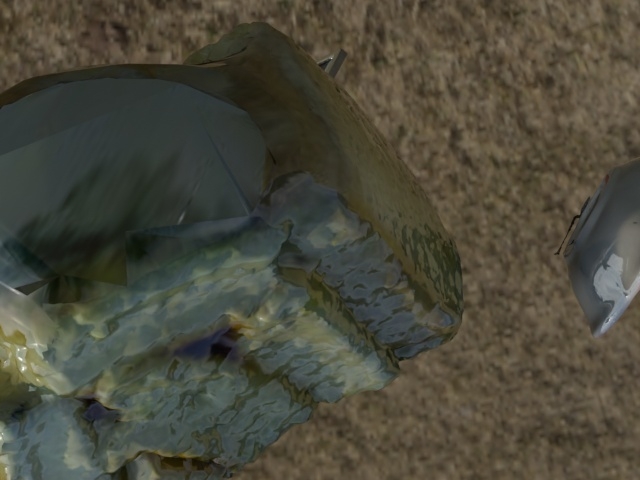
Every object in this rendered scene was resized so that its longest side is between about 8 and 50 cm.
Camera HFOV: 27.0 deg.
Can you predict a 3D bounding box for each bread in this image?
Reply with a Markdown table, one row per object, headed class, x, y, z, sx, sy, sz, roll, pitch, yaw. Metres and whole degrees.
| class | x | y | z | sx | sy | sz | roll | pitch | yaw |
| --- | --- | --- | --- | --- | --- | --- | --- | --- | --- |
| bread | -0.087 | -0.002 | 0.910 | 0.395 | 0.239 | 0.264 | -28 | 146 | -13 |

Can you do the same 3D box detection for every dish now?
| class | x | y | z | sx | sy | sz | roll | pitch | yaw |
| --- | --- | --- | --- | --- | --- | --- | --- | --- | --- |
| dish | 0.299 | -0.014 | 1.344 | 0.081 | 0.229 | 0.229 | 30 | 131 | 5 |

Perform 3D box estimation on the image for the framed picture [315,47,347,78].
| class | x | y | z | sx | sy | sz | roll | pitch | yaw |
| --- | --- | --- | --- | --- | --- | --- | --- | --- | --- |
| framed picture | -0.047 | -0.176 | 1.895 | 0.015 | 0.203 | 0.150 | 39 | 151 | -22 |
